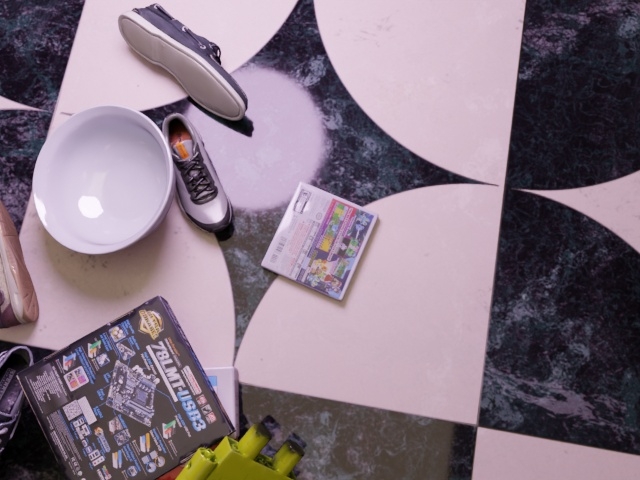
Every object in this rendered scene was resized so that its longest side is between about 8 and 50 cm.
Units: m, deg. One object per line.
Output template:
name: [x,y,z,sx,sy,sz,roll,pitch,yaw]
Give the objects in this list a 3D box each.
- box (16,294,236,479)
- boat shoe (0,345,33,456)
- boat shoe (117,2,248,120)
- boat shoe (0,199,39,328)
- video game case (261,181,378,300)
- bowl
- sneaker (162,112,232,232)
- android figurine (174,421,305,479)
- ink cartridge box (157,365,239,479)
box: [-0.353,0.298,1.173,0.293,0.073,0.296,-30,79,-10]
boat shoe: [-0.606,0.334,1.163,0.108,0.102,0.301,32,50,-23]
boat shoe: [-0.272,-0.394,1.372,0.340,0.127,0.113,35,57,10]
boat shoe: [-0.653,0.040,1.284,0.092,0.103,0.286,-19,84,-9]
video game case: [0.000,0.000,1.331,0.183,0.023,0.202,23,78,5]
bowl: [-0.409,-0.111,1.284,0.297,0.134,0.298,-2,82,12]
sneaker: [-0.267,-0.140,1.319,0.100,0.108,0.272,-24,80,-7]
android figurine: [-0.156,0.463,1.154,0.248,0.056,0.273,39,91,-30]
ink cartridge box: [-0.305,0.382,1.225,0.296,0.066,0.261,-3,76,0]
